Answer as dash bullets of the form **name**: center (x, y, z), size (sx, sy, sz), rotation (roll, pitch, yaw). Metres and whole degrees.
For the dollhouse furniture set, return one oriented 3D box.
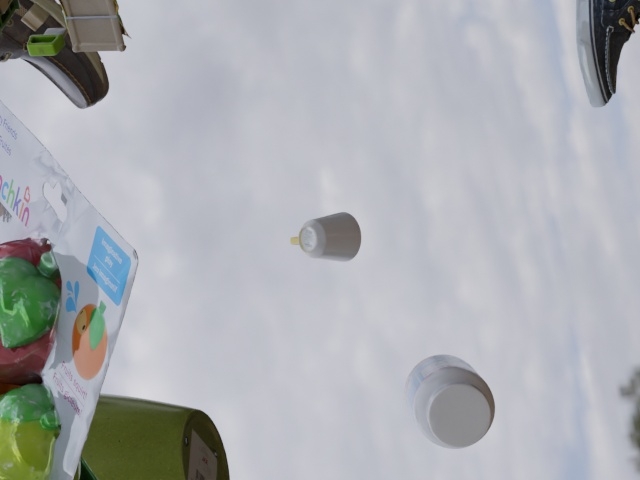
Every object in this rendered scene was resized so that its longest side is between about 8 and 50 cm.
- **dollhouse furniture set**: center (-0.260, -0.232, 1.923), size (0.058, 0.152, 0.076), rotation (-70, -25, -49)

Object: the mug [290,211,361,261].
- **mug**: center (0.003, 0.002, 2.368), size (0.064, 0.078, 0.062), rotation (-4, -123, -44)

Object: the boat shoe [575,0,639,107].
- **boat shoe**: center (0.289, -0.221, 1.839), size (0.065, 0.083, 0.183), rotation (23, -116, -72)

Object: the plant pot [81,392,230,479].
- **plant pot**: center (-0.263, 0.287, 2.206), size (0.275, 0.293, 0.275), rotation (-11, -90, -72)

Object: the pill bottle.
- **pill bottle**: center (0.138, 0.173, 2.033), size (0.160, 0.087, 0.087), rotation (-117, 13, -84)

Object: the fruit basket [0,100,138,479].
- **fruit basket**: center (-0.263, 0.101, 1.533), size (0.327, 0.165, 0.353), rotation (44, 127, 51)

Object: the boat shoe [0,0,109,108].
- **boat shoe**: center (-0.437, -0.294, 2.553), size (0.355, 0.130, 0.132), rotation (45, 162, -9)
